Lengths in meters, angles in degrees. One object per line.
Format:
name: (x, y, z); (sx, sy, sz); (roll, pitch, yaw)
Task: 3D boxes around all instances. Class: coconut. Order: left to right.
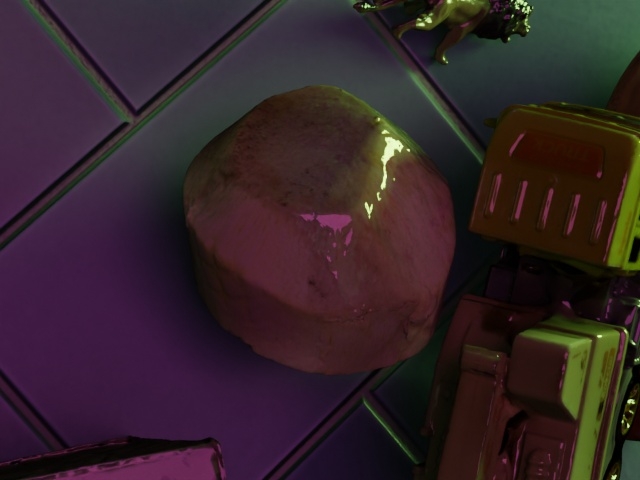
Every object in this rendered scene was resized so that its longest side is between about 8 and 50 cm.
coconut: (0.000, 0.000, 1.631); (0.259, 0.259, 0.259); (2, 85, -20)

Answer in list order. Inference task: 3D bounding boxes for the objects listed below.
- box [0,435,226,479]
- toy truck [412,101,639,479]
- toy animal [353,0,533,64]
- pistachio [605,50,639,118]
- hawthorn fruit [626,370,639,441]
box: (-0.205, 0.269, 1.492); (0.225, 0.297, 0.190); (-10, 89, -20)
toy truck: (0.197, 0.077, 1.638); (0.181, 0.254, 0.405); (15, 95, 21)
toy animal: (0.108, -0.216, 1.758); (0.220, 0.086, 0.069); (-5, 65, -42)
pistachio: (0.359, -0.104, 1.803); (0.213, 0.163, 0.260); (20, 74, -39)
hawthorn fruit: (0.326, 0.135, 1.793); (0.138, 0.133, 0.132); (27, 77, -32)
